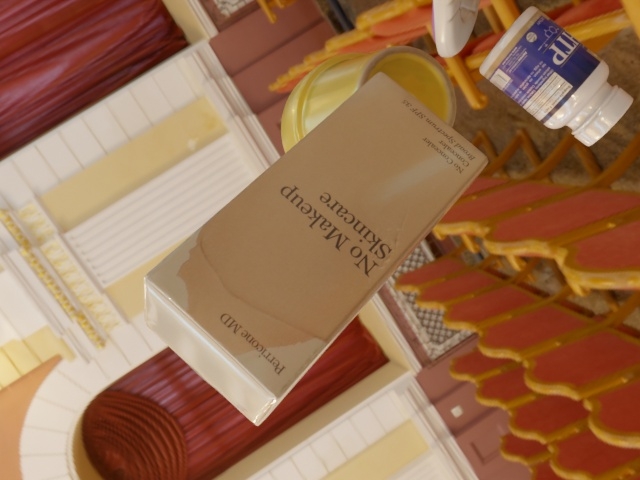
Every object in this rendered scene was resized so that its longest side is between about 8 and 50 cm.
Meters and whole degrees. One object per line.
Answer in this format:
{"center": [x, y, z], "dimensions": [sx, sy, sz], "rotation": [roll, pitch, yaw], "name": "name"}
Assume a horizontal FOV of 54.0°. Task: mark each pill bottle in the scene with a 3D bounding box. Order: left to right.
{"center": [0.325, -0.220, 0.864], "dimensions": [0.187, 0.112, 0.112], "rotation": [40, 174, 4], "name": "pill bottle"}

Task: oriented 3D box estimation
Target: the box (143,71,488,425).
{"center": [0.000, 0.000, 0.581], "dimensions": [0.148, 0.311, 0.121], "rotation": [40, 152, 6], "name": "box"}

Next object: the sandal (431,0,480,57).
{"center": [0.162, -0.460, 0.831], "dimensions": [0.102, 0.169, 0.416], "rotation": [14, 122, 30], "name": "sandal"}

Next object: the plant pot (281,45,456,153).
{"center": [0.089, -0.196, 1.021], "dimensions": [0.254, 0.254, 0.239], "rotation": [58, 162, -9], "name": "plant pot"}
